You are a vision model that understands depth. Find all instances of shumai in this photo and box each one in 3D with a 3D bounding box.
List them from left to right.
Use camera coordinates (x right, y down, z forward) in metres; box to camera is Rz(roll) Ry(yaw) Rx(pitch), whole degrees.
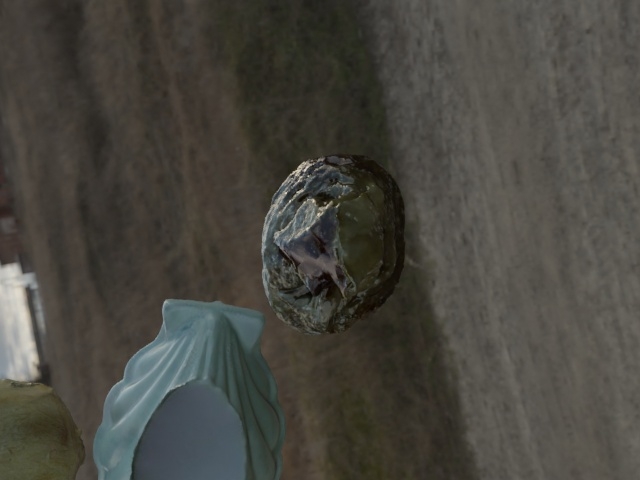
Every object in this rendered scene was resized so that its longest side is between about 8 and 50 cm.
[{"bbox_3d":[0.005,-0.007,0.752,0.105,0.123,0.139,70,-142,-59],"label":"shumai"}]

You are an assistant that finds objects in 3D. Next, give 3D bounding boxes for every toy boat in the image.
[{"bbox_3d":[-0.129,0.205,0.967,0.100,0.199,0.290,-111,29,-72],"label":"toy boat"}]

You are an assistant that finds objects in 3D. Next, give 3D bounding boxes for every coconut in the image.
[{"bbox_3d":[-0.355,0.245,1.073,0.194,0.194,0.194,169,90,-74],"label":"coconut"}]
